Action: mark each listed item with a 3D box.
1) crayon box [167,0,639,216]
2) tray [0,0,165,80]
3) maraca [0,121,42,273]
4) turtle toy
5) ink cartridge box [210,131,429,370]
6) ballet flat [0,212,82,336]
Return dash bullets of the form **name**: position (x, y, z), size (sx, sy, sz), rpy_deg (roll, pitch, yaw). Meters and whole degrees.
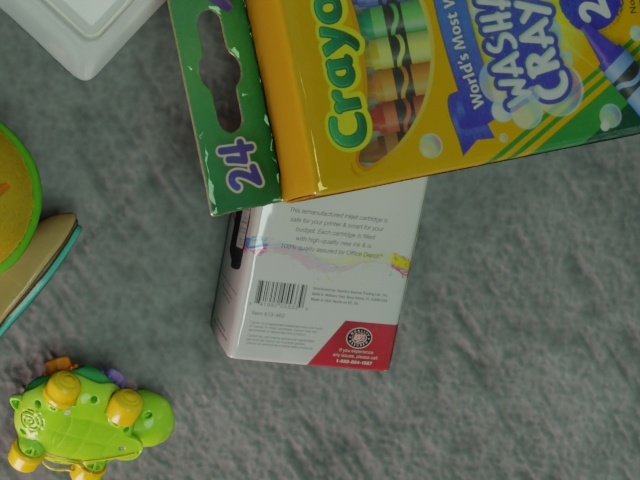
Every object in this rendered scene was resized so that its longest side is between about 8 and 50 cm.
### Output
- **crayon box**: position (0.066, -0.145, 1.338), size (0.323, 0.083, 0.203), rpy_deg (-12, 91, -18)
- **tray**: position (-0.120, -0.249, 1.328), size (0.270, 0.030, 0.145), rpy_deg (-46, 115, 2)
- **maraca**: position (-0.281, -0.040, 1.317), size (0.186, 0.099, 0.127), rpy_deg (20, 91, 4)
- **turtle toy**: position (-0.168, 0.129, 1.417), size (0.130, 0.066, 0.095), rpy_deg (18, 125, -23)
- **ink cartridge box**: position (0.000, 0.000, 1.420), size (0.127, 0.072, 0.175), rpy_deg (7, 105, -18)
- **ballet flat**: position (-0.259, 0.064, 1.367), size (0.073, 0.080, 0.232), rpy_deg (33, 95, -8)
